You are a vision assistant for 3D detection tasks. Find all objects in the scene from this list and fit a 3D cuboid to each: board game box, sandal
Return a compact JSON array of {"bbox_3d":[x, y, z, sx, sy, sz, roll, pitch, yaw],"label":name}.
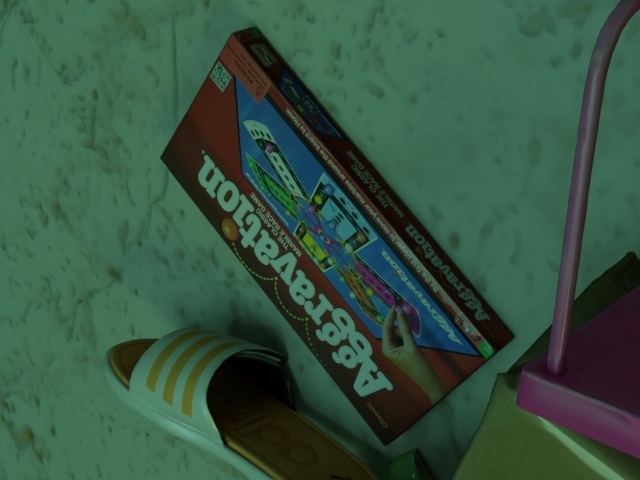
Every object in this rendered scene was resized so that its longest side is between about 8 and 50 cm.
[{"bbox_3d":[0.000,0.000,0.789,0.281,0.027,0.145,51,137,12],"label":"board game box"},{"bbox_3d":[-0.052,0.119,0.849,0.265,0.102,0.076,27,119,29],"label":"sandal"}]

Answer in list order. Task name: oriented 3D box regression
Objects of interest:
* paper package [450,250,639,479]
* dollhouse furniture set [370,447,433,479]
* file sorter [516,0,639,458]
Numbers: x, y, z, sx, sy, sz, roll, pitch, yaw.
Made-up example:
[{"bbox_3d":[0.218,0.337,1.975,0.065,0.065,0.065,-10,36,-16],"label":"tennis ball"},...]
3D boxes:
[{"bbox_3d":[0.212,0.231,0.602,0.325,0.168,0.309,37,133,23],"label":"paper package"},{"bbox_3d":[0.071,0.237,0.814,0.076,0.059,0.151,-38,82,46],"label":"dollhouse furniture set"},{"bbox_3d":[0.260,0.002,0.423,0.291,0.202,0.182,20,119,35],"label":"file sorter"}]
